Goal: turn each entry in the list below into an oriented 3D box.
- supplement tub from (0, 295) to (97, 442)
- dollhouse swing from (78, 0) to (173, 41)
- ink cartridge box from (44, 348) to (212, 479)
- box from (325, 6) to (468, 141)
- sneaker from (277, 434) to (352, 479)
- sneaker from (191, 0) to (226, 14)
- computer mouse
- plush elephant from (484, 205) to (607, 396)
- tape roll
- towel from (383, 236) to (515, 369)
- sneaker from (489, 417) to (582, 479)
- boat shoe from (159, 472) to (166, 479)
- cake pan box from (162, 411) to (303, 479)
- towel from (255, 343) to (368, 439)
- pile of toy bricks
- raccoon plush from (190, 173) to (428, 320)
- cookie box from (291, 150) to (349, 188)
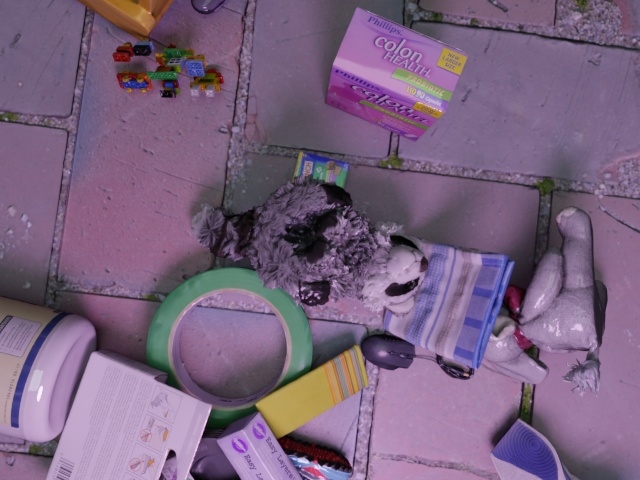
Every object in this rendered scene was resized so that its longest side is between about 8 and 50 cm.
[{"bbox_3d":[-0.611,0.217,1.060,0.325,0.235,0.235,15,87,-2],"label":"supplement tub"},{"bbox_3d":[-0.333,-0.609,1.067,0.315,0.305,0.346,32,83,-1],"label":"dollhouse swing"},{"bbox_3d":[-0.349,0.386,1.067,0.261,0.066,0.296,19,88,13],"label":"ink cartridge box"},{"bbox_3d":[0.133,-0.305,1.113,0.214,0.243,0.117,23,86,-2],"label":"box"},{"bbox_3d":[-0.076,0.455,1.138,0.262,0.104,0.125,19,91,1],"label":"sneaker"},{"bbox_3d":[-0.203,-0.576,1.182,0.083,0.098,0.223,29,86,-1],"label":"sneaker"},{"bbox_3d":[0.202,0.244,1.190,0.242,0.041,0.071,12,86,-2],"label":"computer mouse"},{"bbox_3d":[0.399,0.144,1.120,0.256,0.271,0.329,-6,49,32],"label":"plush elephant"},{"bbox_3d":[-0.177,0.213,1.158,0.322,0.077,0.320,0,87,-3],"label":"tape roll"},{"bbox_3d":[0.225,0.104,1.089,0.034,0.285,0.209,20,87,-27],"label":"towel"},{"bbox_3d":[0.478,0.516,1.150,0.127,0.182,0.315,-44,60,-5],"label":"sneaker"},{"bbox_3d":[-0.371,0.426,1.143,0.080,0.073,0.223,-36,78,15],"label":"boat shoe"},{"bbox_3d":[-0.151,0.470,1.087,0.246,0.070,0.266,-29,93,27],"label":"cake pan box"},{"bbox_3d":[-0.013,0.295,1.131,0.237,0.021,0.102,-25,115,-23],"label":"towel"},{"bbox_3d":[-0.306,-0.363,1.179,0.213,0.118,0.105,4,48,8],"label":"pile of toy bricks"},{"bbox_3d":[0.000,0.000,1.126,0.447,0.299,0.216,27,93,43],"label":"raccoon plush"},{"bbox_3d":[-0.003,-0.127,1.199,0.107,0.040,0.091,14,88,-1],"label":"cookie box"}]
